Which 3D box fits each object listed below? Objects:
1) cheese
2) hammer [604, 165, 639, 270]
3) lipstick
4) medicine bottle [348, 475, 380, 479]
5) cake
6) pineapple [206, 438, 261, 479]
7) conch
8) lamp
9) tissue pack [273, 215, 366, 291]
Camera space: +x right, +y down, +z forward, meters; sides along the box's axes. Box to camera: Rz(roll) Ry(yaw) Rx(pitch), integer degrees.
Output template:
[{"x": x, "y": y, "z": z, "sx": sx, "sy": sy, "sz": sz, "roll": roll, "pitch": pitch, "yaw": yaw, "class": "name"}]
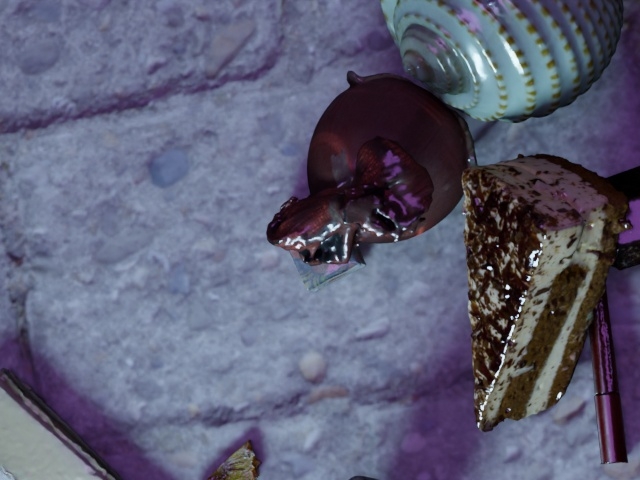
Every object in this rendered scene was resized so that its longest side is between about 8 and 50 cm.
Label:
[{"x": -0.202, "y": 0.283, "z": 1.692, "sx": 0.400, "sy": 0.034, "sz": 0.085, "roll": 40, "pitch": 92, "yaw": 15, "class": "cheese"}, {"x": 0.401, "y": 0.099, "z": 1.526, "sx": 0.242, "sy": 0.095, "sz": 0.409, "roll": -16, "pitch": 82, "yaw": 12, "class": "hammer"}, {"x": 0.264, "y": 0.119, "z": 1.591, "sx": 0.027, "sy": 0.027, "sz": 0.177, "roll": -6, "pitch": 81, "yaw": 14, "class": "lipstick"}, {"x": 0.043, "y": 0.311, "z": 1.586, "sx": 0.105, "sy": 0.105, "sz": 0.168, "roll": 21, "pitch": 89, "yaw": 16, "class": "medicine bottle"}, {"x": 0.177, "y": 0.036, "z": 1.554, "sx": 0.135, "sy": 0.112, "sz": 0.246, "roll": 48, "pitch": 139, "yaw": 38, "class": "cake"}, {"x": -0.087, "y": 0.237, "z": 1.672, "sx": 0.083, "sy": 0.019, "sz": 0.045, "roll": -42, "pitch": 72, "yaw": 4, "class": "pineapple"}, {"x": 0.155, "y": -0.271, "z": 1.555, "sx": 0.215, "sy": 0.319, "sz": 0.303, "roll": -14, "pitch": 119, "yaw": 39, "class": "conch"}, {"x": 0.065, "y": -0.060, "z": 1.569, "sx": 0.151, "sy": 0.215, "sz": 0.223, "roll": 28, "pitch": 60, "yaw": -18, "class": "lamp"}, {"x": 0.000, "y": 0.000, "z": 1.668, "sx": 0.063, "sy": 0.035, "sz": 0.083, "roll": -28, "pitch": 77, "yaw": 11, "class": "tissue pack"}]
